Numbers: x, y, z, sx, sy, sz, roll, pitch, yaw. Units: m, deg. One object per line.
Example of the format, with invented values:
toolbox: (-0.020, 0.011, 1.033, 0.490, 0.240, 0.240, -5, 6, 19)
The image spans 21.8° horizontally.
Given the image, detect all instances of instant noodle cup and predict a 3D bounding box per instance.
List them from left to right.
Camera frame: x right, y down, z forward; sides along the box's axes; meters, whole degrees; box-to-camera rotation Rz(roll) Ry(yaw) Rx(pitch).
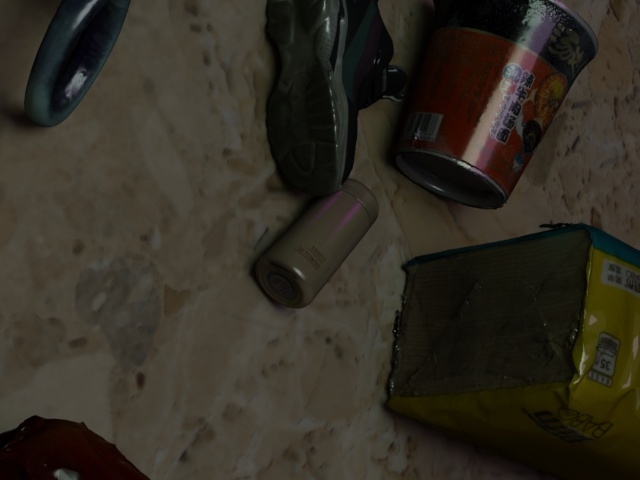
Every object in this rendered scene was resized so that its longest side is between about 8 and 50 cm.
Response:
instant noodle cup: (0.117, -0.101, 1.184, 0.127, 0.127, 0.135, 33, 73, -31)

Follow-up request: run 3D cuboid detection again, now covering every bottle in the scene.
bottle: (0.000, 0.000, 1.118, 0.096, 0.045, 0.045, -49, 114, -33)

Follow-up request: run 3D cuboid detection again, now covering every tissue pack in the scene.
tissue pack: (0.205, 0.101, 1.178, 0.271, 0.192, 0.134, 23, 69, -34)

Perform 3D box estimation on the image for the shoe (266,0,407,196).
shoe: (0.019, -0.112, 1.134, 0.099, 0.071, 0.169, 5, 78, -41)

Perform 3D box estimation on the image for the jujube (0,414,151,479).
jujube: (-0.109, 0.235, 0.913, 0.197, 0.197, 0.290, -38, 99, -35)

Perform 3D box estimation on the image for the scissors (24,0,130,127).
scissors: (-0.085, -0.232, 0.900, 0.029, 0.383, 0.256, 31, 64, 4)
